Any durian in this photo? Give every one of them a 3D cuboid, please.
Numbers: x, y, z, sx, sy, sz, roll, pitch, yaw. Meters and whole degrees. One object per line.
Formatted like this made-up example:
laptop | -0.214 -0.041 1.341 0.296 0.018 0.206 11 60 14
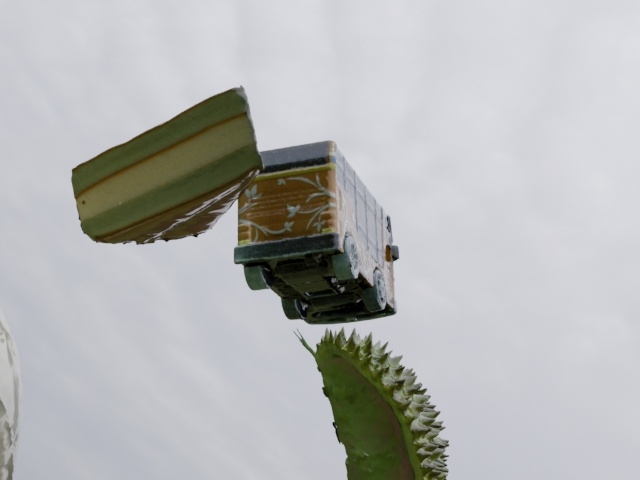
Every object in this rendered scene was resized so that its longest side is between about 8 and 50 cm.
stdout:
durian | 0.091 0.279 1.754 0.169 0.157 0.356 -18 -81 13

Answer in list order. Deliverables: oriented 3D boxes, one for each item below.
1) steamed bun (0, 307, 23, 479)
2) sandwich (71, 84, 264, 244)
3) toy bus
steamed bun | -0.393 0.106 0.821 0.374 0.374 0.241 58 -2 -41
sandwich | -0.128 -0.056 1.003 0.163 0.113 0.079 -38 -116 62
toy bus | 0.000 0.000 1.510 0.138 0.167 0.275 -8 -23 16
